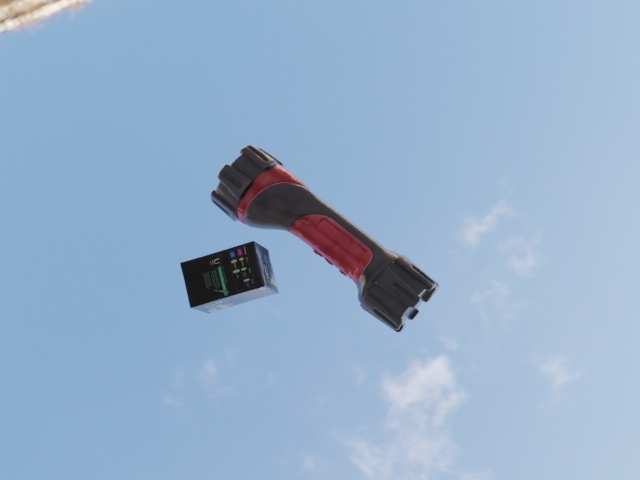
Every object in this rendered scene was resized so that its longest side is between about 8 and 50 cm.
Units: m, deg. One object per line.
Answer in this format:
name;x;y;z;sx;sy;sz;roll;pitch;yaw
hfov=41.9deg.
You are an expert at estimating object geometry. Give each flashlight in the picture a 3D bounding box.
flashlight;0.000;0.000;1.075;0.304;0.103;0.103;39;-84;16

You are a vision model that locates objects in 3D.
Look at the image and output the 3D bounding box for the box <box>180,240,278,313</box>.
box;-0.095;0.040;0.882;0.083;0.062;0.052;-17;-103;7
